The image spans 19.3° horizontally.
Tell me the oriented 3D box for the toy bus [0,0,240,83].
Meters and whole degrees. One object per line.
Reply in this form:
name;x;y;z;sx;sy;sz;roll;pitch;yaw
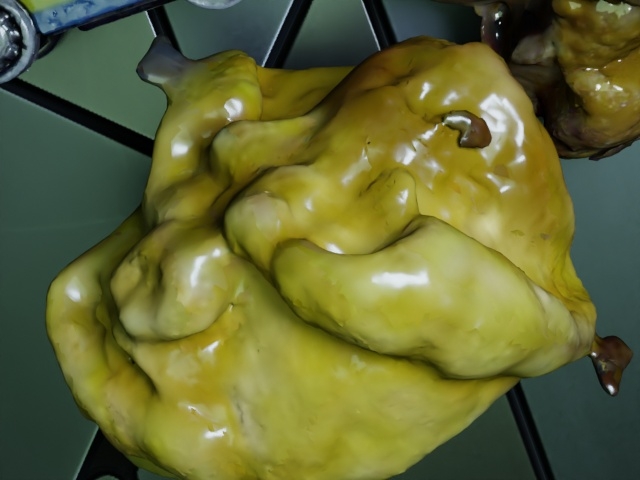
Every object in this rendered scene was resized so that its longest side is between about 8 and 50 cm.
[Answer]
toy bus;-0.149;-0.193;1.059;0.288;0.138;0.175;-18;102;5

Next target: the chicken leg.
chicken leg;0.162;-0.149;0.981;0.182;0.409;0.295;-34;128;-26

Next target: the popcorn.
popcorn;0.000;0.000;1.022;0.281;0.297;0.316;48;129;-8
